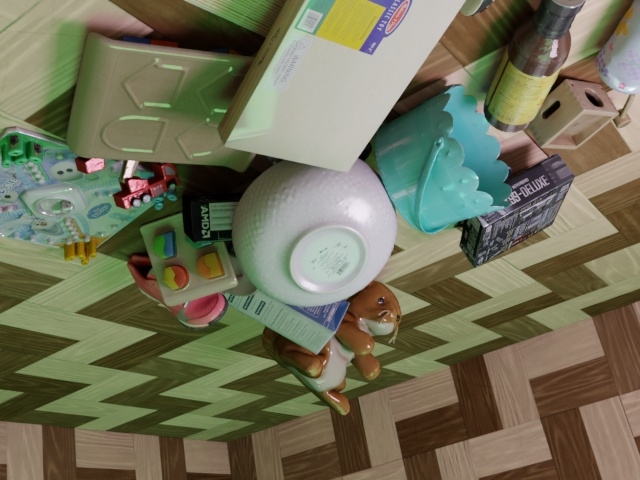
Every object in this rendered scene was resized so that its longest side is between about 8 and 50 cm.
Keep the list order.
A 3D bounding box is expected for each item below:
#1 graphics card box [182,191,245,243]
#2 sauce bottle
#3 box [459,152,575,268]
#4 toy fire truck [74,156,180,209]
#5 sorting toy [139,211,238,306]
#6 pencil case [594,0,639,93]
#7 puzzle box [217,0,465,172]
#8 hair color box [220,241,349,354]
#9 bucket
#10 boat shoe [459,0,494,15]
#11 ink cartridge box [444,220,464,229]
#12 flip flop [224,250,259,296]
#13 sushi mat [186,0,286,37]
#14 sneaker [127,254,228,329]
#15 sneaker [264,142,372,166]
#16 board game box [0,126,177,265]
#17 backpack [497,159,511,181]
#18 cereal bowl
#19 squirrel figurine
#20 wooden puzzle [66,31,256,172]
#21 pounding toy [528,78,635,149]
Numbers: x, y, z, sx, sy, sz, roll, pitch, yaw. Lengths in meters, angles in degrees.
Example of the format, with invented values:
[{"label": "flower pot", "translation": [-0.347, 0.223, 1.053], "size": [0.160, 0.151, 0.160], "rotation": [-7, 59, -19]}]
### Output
[{"label": "graphics card box", "translation": [-0.109, -0.059, 1.712], "size": [0.371, 0.094, 0.233], "rotation": [-5, -172, -13]}, {"label": "sauce bottle", "translation": [0.393, -0.333, 1.441], "size": [0.111, 0.111, 0.344], "rotation": [-7, 156, -8]}, {"label": "box", "translation": [0.464, -0.063, 1.887], "size": [0.242, 0.076, 0.307], "rotation": [-29, 160, -3]}, {"label": "toy fire truck", "translation": [-0.378, -0.137, 1.559], "size": [0.192, 0.135, 0.047], "rotation": [-30, -149, -33]}, {"label": "sorting toy", "translation": [-0.313, 0.038, 1.841], "size": [0.193, 0.208, 0.038], "rotation": [-18, -175, 14]}, {"label": "pencil case", "translation": [0.609, -0.385, 1.418], "size": [0.124, 0.113, 0.273], "rotation": [15, 153, -2]}, {"label": "puzzle box", "translation": [0.035, -0.298, 1.299], "size": [0.272, 0.052, 0.409], "rotation": [9, 130, -36]}, {"label": "hair color box", "translation": [-0.115, 0.148, 2.043], "size": [0.347, 0.105, 0.174], "rotation": [29, 147, -2]}, {"label": "bucket", "translation": [0.248, -0.157, 1.588], "size": [0.183, 0.281, 0.281], "rotation": [-22, 153, 29]}, {"label": "boat shoe", "translation": [0.281, -0.426, 1.286], "size": [0.042, 0.049, 0.133], "rotation": [-26, 164, -46]}, {"label": "ink cartridge box", "translation": [0.378, -0.091, 1.987], "size": [0.175, 0.072, 0.127], "rotation": [-7, 155, -9]}, {"label": "flip flop", "translation": [-0.271, 0.060, 1.892], "size": [0.277, 0.080, 0.112], "rotation": [31, 114, -10]}, {"label": "sushi mat", "translation": [-0.135, -0.399, 1.193], "size": [0.316, 0.019, 0.151], "rotation": [14, 146, -42]}, {"label": "sneaker", "translation": [-0.369, 0.122, 1.939], "size": [0.314, 0.116, 0.136], "rotation": [21, 159, 33]}, {"label": "sneaker", "translation": [0.005, -0.202, 1.593], "size": [0.162, 0.106, 0.281], "rotation": [-33, 157, 25]}, {"label": "board game box", "translation": [-0.565, -0.072, 1.664], "size": [0.390, 0.050, 0.390], "rotation": [-30, 149, 35]}, {"label": "backpack", "translation": [0.344, -0.146, 1.809], "size": [0.173, 0.117, 0.158], "rotation": [-21, 158, -12]}, {"label": "cereal bowl", "translation": [0.000, 0.000, 1.551], "size": [0.339, 0.141, 0.339], "rotation": [-8, 123, -12]}, {"label": "squirrel figurine", "translation": [0.038, 0.252, 2.323], "size": [0.370, 0.397, 0.281], "rotation": [-48, 130, -15]}, {"label": "wooden puzzle", "translation": [-0.258, -0.248, 1.401], "size": [0.347, 0.080, 0.322], "rotation": [6, 150, -23]}, {"label": "pounding toy", "translation": [0.571, -0.283, 1.656], "size": [0.206, 0.094, 0.181], "rotation": [-3, 150, -38]}]
